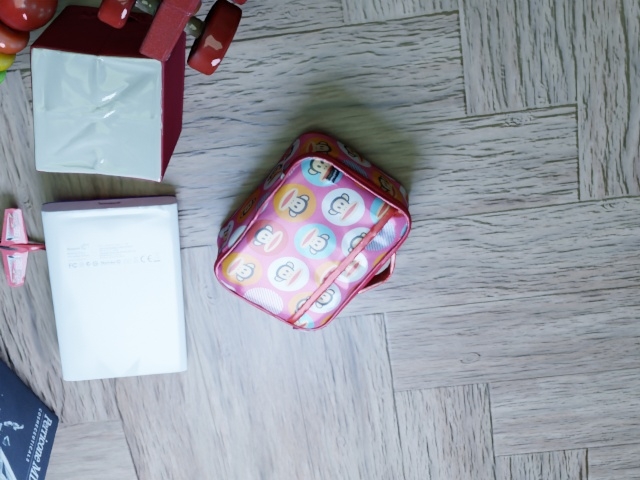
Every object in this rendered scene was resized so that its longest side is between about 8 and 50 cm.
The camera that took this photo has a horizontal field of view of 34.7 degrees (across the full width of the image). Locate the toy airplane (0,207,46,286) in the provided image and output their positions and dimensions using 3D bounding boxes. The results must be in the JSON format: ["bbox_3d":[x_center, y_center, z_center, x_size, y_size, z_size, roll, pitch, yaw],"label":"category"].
[{"bbox_3d":[-0.475,0.009,1.677,0.151,0.028,0.151,1,119,1],"label":"toy airplane"}]

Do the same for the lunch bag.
[{"bbox_3d":[0.000,0.000,1.614,0.258,0.120,0.293,32,116,-18],"label":"lunch bag"}]

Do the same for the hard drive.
[{"bbox_3d":[-0.333,0.082,1.686,0.210,0.040,0.318,-4,118,-8],"label":"hard drive"}]

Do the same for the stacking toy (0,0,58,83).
[{"bbox_3d":[-0.492,-0.263,1.448,0.141,0.141,0.330,42,119,-18],"label":"stacking toy"}]

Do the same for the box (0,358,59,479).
[{"bbox_3d":[-0.692,0.346,1.569,0.297,0.480,0.471,-23,124,14],"label":"box"}]

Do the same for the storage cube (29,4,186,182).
[{"bbox_3d":[-0.299,-0.213,1.462,0.184,0.193,0.215,6,119,-1],"label":"storage cube"}]

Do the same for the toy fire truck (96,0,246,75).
[{"bbox_3d":[-0.144,-0.373,1.292,0.169,0.302,0.254,27,154,-15],"label":"toy fire truck"}]
